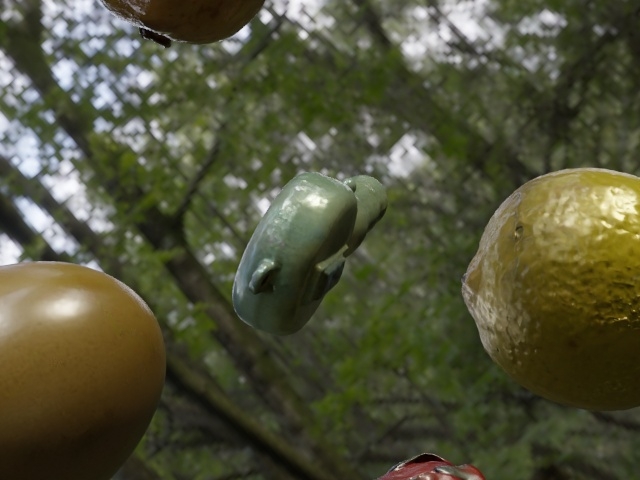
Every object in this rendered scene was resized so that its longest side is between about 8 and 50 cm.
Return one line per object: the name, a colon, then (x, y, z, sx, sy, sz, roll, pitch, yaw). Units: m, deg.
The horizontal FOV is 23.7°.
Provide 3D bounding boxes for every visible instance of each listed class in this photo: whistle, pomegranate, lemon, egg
whistle: (0.000, 0.000, 1.173, 0.126, 0.067, 0.258, -67, -10, 21)
pomegranate: (-0.150, -0.300, 1.583, 0.215, 0.215, 0.215, -36, -23, -18)
lemon: (0.300, 0.052, 1.669, 0.293, 0.293, 0.293, -36, -23, -18)
egg: (-0.297, 0.150, 1.431, 0.322, 0.250, 0.250, -27, -24, -6)

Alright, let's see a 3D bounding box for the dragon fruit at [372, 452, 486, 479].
dragon fruit: (0.075, 0.225, 1.159, 0.142, 0.121, 0.130, 15, -47, -43)
